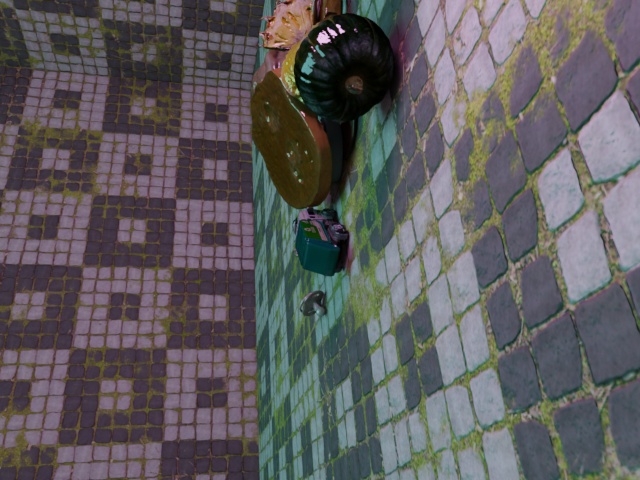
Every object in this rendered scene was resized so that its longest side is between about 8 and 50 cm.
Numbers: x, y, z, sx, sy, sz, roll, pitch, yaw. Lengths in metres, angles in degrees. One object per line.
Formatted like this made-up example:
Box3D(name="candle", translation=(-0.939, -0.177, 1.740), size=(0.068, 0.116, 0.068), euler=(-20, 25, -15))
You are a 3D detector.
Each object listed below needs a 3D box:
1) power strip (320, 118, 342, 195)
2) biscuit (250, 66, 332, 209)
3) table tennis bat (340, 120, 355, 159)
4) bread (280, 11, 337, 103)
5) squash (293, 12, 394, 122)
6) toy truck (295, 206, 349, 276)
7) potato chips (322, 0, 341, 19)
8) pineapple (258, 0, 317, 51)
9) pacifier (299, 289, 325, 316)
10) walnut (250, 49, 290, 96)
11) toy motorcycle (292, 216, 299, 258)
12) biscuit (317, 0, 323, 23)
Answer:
Box3D(name="power strip", translation=(0.028, -0.232, 1.539), size=(0.137, 0.044, 0.216), euler=(-140, 49, -77))
Box3D(name="biscuit", translation=(-0.081, -0.268, 1.561), size=(0.365, 0.062, 0.385), euler=(61, 156, 7))
Box3D(name="table tennis bat", translation=(0.076, -0.305, 1.438), size=(0.234, 0.022, 0.131), euler=(110, 159, -57))
Box3D(name="bread", translation=(0.012, -0.427, 1.351), size=(0.170, 0.197, 0.197), euler=(135, 136, -63))
Box3D(name="squash", translation=(0.048, -0.348, 1.150), size=(0.172, 0.218, 0.218), euler=(49, 148, 21))
Box3D(name="toy truck", translation=(0.000, 0.000, 1.499), size=(0.253, 0.124, 0.114), euler=(-116, 33, -60))
Box3D(name="potato chips", translation=(0.042, -0.571, 1.509), size=(0.057, 0.080, 0.406), euler=(145, 126, -61))
Box3D(name="pineapple", translation=(-0.080, -0.666, 1.767), size=(0.236, 0.186, 0.114), euler=(-43, 5, 18))
Box3D(name="pacifier", translation=(-0.017, 0.197, 1.662), size=(0.078, 0.082, 0.099), euler=(44, 137, 35))
Box3D(name="walnut", translation=(-0.093, -0.467, 1.720), size=(0.248, 0.248, 0.248), euler=(-178, 90, -77))
Box3D(name="toy motorcycle", translation=(-0.046, -0.010, 1.756), size=(0.229, 0.094, 0.129), euler=(-113, 26, -72))
Box3D(name="biscuit", translation=(0.023, -0.663, 1.686), size=(0.212, 0.036, 0.212), euler=(-176, 90, -78))
